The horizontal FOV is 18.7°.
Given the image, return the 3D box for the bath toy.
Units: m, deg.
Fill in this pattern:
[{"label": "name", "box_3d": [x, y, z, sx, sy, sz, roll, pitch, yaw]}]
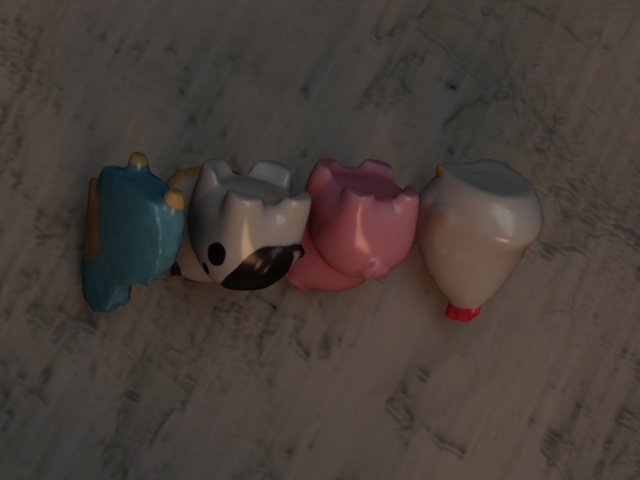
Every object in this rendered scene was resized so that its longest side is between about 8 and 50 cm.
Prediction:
[{"label": "bath toy", "box_3d": [0.000, 0.000, 1.470, 0.348, 0.151, 0.129, 0, 116, -24]}]
